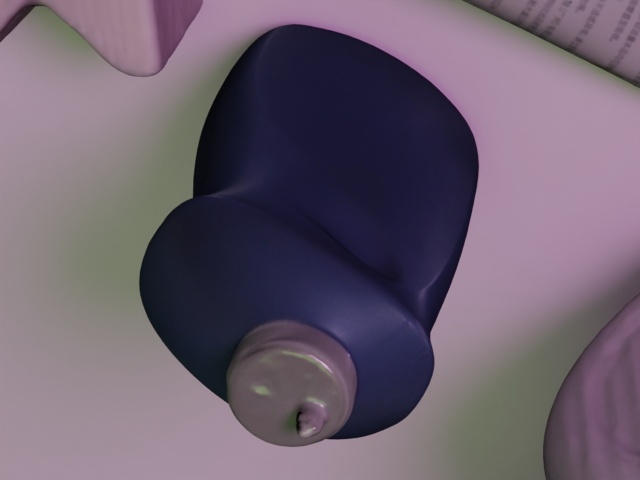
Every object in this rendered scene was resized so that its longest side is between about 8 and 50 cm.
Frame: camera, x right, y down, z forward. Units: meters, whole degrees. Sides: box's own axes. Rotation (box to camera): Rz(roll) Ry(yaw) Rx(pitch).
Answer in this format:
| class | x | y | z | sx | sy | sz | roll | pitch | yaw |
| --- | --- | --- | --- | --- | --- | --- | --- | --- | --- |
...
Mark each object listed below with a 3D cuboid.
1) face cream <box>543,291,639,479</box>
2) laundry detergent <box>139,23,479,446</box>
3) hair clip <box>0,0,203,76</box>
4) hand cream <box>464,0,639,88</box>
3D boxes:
| class | x | y | z | sx | sy | sz | roll | pitch | yaw |
| --- | --- | --- | --- | --- | --- | --- | --- | --- | --- |
| face cream | 0.175 | 0.058 | 0.601 | 0.206 | 0.206 | 0.111 | -26 | 108 | 19 |
| laundry detergent | -0.001 | 0.001 | 0.599 | 0.097 | 0.206 | 0.061 | 31 | 116 | -9 |
| hair clip | -0.097 | -0.209 | 0.582 | 0.101 | 0.085 | 0.330 | 0 | 122 | 11 |
| hand cream | 0.079 | -0.091 | 0.640 | 0.194 | 0.042 | 0.067 | 22 | 109 | -8 |
